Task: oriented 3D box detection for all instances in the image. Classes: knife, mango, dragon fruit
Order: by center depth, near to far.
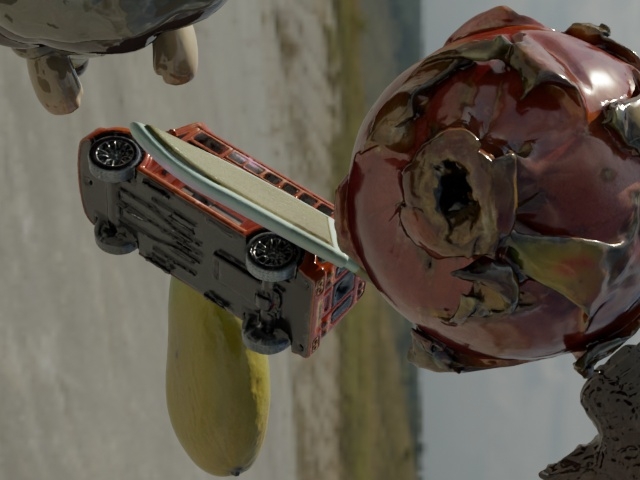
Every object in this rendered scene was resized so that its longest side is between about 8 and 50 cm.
[{"bbox_3d":[0.131,-0.027,1.015,0.315,0.250,0.250,-48,143,-56],"label":"dragon fruit"},{"bbox_3d":[0.000,-0.001,1.174,0.027,0.343,0.061,-52,-158,22],"label":"knife"},{"bbox_3d":[-0.103,0.116,1.510,0.137,0.091,0.237,17,-68,58],"label":"mango"}]

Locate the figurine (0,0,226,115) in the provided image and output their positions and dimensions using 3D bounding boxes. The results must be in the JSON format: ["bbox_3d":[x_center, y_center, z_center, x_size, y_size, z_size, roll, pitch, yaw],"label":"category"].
[{"bbox_3d":[-0.162,-0.215,1.105,0.380,0.248,0.203,136,-65,-77],"label":"figurine"}]

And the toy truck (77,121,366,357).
[{"bbox_3d":[-0.084,-0.015,1.265,0.114,0.253,0.107,-42,152,-34],"label":"toy truck"}]

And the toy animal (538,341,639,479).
[{"bbox_3d":[0.275,0.190,1.274,0.218,0.179,0.116,62,11,-18],"label":"toy animal"}]
